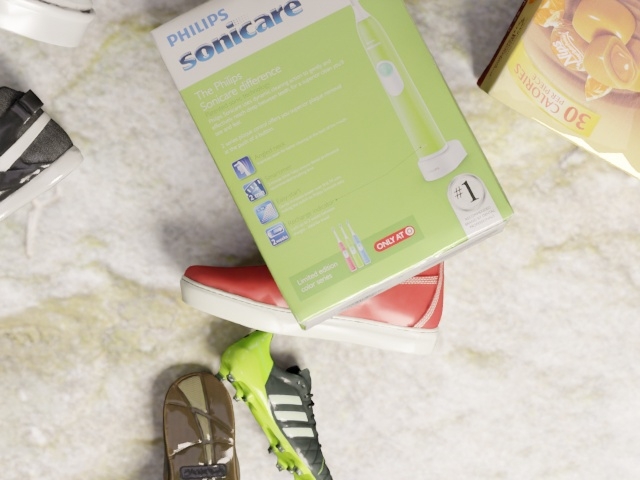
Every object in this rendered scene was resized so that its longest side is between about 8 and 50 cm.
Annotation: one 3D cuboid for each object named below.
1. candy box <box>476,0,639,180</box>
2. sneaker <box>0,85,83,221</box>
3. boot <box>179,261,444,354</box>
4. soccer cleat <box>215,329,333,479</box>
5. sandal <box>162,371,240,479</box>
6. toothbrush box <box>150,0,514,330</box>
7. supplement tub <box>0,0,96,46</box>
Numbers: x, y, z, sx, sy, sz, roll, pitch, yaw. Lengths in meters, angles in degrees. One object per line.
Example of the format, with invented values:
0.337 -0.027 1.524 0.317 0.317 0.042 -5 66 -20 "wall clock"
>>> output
0.323 -0.139 1.623 0.316 0.087 0.183 28 99 -9 "candy box"
-0.334 -0.058 1.620 0.217 0.079 0.121 -36 98 -3 "sneaker"
0.000 0.000 1.644 0.244 0.088 0.176 8 98 -9 "boot"
-0.027 0.163 1.688 0.072 0.060 0.179 -39 110 -21 "soccer cleat"
-0.120 0.234 1.702 0.090 0.060 0.219 -1 88 -9 "sandal"
0.010 -0.093 1.556 0.206 0.122 0.283 -28 85 -2 "toothbrush box"
-0.229 -0.346 1.477 0.235 0.235 0.325 22 100 -7 "supplement tub"
